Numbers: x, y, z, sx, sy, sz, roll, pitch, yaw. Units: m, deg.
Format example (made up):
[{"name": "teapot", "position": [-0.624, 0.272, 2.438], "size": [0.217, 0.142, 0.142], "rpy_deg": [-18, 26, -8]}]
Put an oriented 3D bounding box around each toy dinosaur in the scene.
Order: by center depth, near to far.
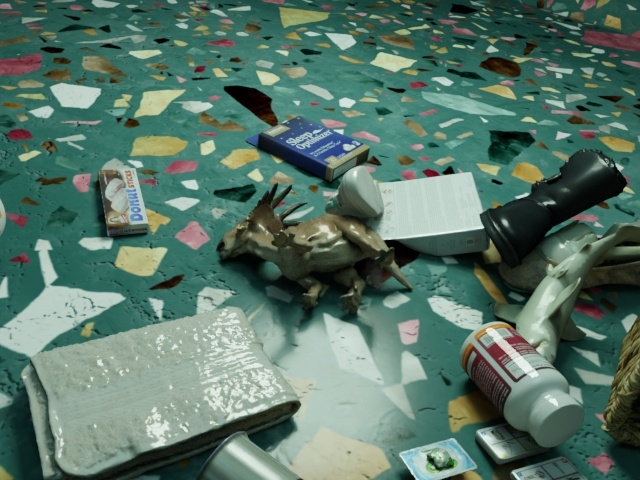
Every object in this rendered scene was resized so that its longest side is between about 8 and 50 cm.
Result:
[{"name": "toy dinosaur", "position": [0.000, 0.000, 0.933], "size": [0.295, 0.127, 0.200], "rpy_deg": [5, 29, -14]}]

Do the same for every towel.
[{"name": "towel", "position": [-0.186, 0.169, 0.718], "size": [0.282, 0.049, 0.187], "rpy_deg": [-13, 42, -27]}]

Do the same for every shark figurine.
[{"name": "shark figurine", "position": [0.370, 0.084, 0.881], "size": [0.278, 0.116, 0.166], "rpy_deg": [-47, 14, -6]}]

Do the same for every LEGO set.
[{"name": "LEGO set", "position": [0.176, 0.288, 0.651], "size": [0.244, 0.060, 0.182], "rpy_deg": [-6, 27, -23]}]

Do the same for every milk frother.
[{"name": "milk frother", "position": [-0.058, 0.246, 0.557], "size": [0.134, 0.143, 0.129], "rpy_deg": [28, 47, 21]}]

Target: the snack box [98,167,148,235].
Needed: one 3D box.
[{"name": "snack box", "position": [-0.333, -0.068, 1.035], "size": [0.064, 0.022, 0.178], "rpy_deg": [-6, 38, -21]}]

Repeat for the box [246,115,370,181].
[{"name": "box", "position": [-0.029, -0.199, 1.266], "size": [0.225, 0.037, 0.136], "rpy_deg": [27, 40, 26]}]

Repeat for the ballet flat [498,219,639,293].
[{"name": "ballet flat", "position": [0.443, 0.018, 1.001], "size": [0.316, 0.106, 0.108], "rpy_deg": [-3, 37, -15]}]

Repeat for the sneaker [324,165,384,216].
[{"name": "sneaker", "position": [0.047, -0.065, 1.001], "size": [0.094, 0.080, 0.212], "rpy_deg": [-14, -6, 11]}]

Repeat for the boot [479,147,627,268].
[{"name": "boot", "position": [0.360, -0.059, 0.951], "size": [0.094, 0.207, 0.246], "rpy_deg": [57, 21, 2]}]

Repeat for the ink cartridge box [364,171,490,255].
[{"name": "ink cartridge box", "position": [0.169, -0.043, 1.096], "size": [0.232, 0.066, 0.189], "rpy_deg": [-10, 35, 11]}]

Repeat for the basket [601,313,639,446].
[{"name": "basket", "position": [0.494, 0.120, 0.709], "size": [0.213, 0.299, 0.223], "rpy_deg": [26, 37, 21]}]

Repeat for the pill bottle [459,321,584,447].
[{"name": "pill bottle", "position": [0.243, 0.173, 0.749], "size": [0.086, 0.086, 0.152], "rpy_deg": [-6, 29, -19]}]

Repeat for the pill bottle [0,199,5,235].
[{"name": "pill bottle", "position": [-0.519, 0.028, 0.757], "size": [0.152, 0.152, 0.272], "rpy_deg": [6, 36, -3]}]
